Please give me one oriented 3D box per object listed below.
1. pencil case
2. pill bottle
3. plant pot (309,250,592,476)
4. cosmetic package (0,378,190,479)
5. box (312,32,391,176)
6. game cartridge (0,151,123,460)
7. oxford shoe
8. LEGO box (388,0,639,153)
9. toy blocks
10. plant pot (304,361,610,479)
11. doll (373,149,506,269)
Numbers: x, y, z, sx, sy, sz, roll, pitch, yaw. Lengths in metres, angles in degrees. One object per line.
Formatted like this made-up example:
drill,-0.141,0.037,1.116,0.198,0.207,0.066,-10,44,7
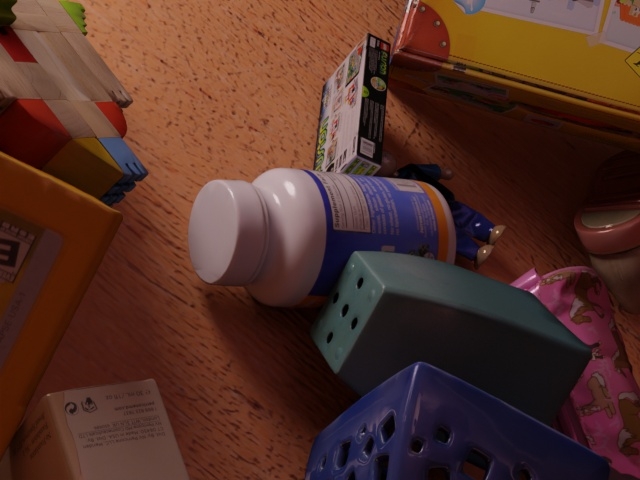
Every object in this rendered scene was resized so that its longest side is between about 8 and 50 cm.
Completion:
pencil case,0.309,0.220,1.618,0.160,0.167,0.386,-10,61,-14
pill bottle,0.000,0.000,1.572,0.272,0.152,0.152,3,57,-33
plant pot,0.120,0.115,1.508,0.234,0.166,0.165,23,13,-23
cosmetic package,-0.169,0.293,1.230,0.113,0.160,0.309,-4,60,-36
box,0.036,-0.140,1.730,0.036,0.114,0.207,23,48,-19
game cartridge,-0.364,0.057,1.217,0.285,0.052,0.324,27,84,-15
oxford shoe,0.447,-0.033,1.954,0.397,0.140,0.146,-41,116,-50
LEGO box,0.372,-0.324,1.820,0.500,0.193,0.372,16,84,0
toy blocks,-0.289,-0.117,1.416,0.261,0.191,0.381,52,19,9
plant pot,0.110,0.287,1.384,0.236,0.236,0.212,29,53,-13
doll,0.137,-0.047,1.777,0.189,0.046,0.129,36,54,2
